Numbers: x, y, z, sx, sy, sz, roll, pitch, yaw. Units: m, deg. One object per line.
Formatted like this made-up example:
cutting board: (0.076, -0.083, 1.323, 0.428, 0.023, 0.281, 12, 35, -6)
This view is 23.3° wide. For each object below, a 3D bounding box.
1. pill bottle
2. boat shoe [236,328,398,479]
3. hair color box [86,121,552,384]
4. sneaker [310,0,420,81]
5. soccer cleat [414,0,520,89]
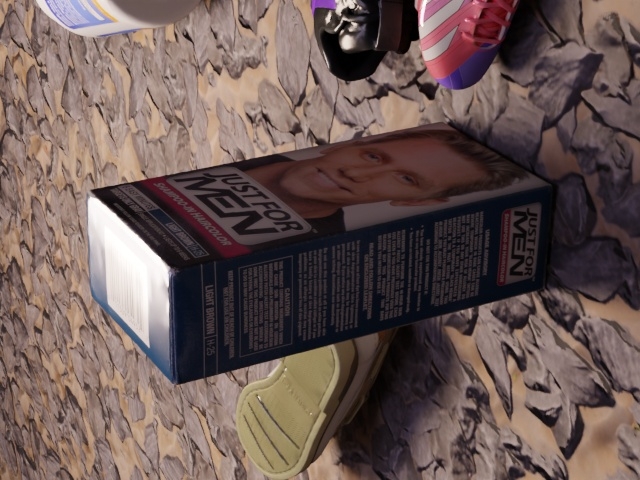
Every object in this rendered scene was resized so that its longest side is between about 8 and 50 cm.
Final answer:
pill bottle: (-0.251, -0.321, 1.850, 0.272, 0.152, 0.152, 8, 108, 61)
boat shoe: (0.001, 0.155, 1.614, 0.113, 0.103, 0.302, 55, 146, 15)
hair color box: (0.000, 0.000, 1.281, 0.174, 0.347, 0.105, 38, 133, 51)
sneaker: (0.061, -0.232, 1.303, 0.293, 0.102, 0.146, 118, 156, -62)
soccer cleat: (0.139, -0.217, 1.228, 0.095, 0.083, 0.248, 46, 136, 39)
